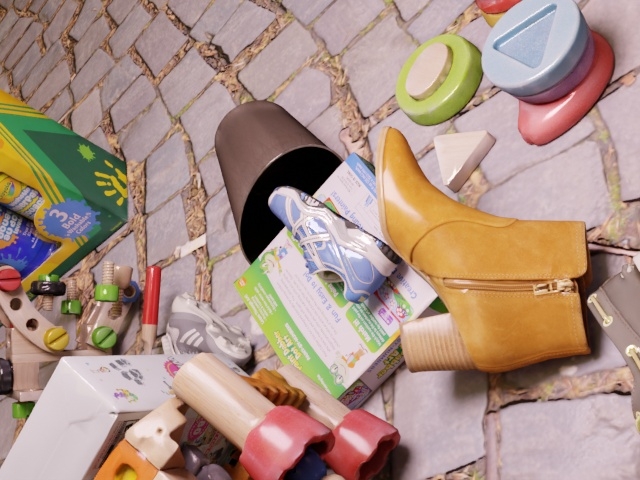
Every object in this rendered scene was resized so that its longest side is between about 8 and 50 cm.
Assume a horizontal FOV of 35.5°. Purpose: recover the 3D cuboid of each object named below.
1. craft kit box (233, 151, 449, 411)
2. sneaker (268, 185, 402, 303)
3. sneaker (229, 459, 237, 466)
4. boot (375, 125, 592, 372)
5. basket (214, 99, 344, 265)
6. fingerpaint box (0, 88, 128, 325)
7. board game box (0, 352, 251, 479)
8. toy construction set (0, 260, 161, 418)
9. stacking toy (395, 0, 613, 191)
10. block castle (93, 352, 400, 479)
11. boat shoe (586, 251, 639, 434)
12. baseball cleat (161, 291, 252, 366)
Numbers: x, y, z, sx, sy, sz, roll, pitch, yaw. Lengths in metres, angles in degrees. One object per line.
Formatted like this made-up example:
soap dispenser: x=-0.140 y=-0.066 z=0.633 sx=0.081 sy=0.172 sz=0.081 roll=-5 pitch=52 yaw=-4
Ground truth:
craft kit box: x=0.033 y=0.057 z=1.253 sx=0.246 sy=0.061 sz=0.250 roll=-45 pitch=51 yaw=12
sneaker: x=0.000 y=0.000 z=1.213 sx=0.211 sy=0.080 sz=0.081 roll=35 pitch=93 yaw=41
sneaker: x=-0.135 y=0.235 z=1.301 sx=0.228 sy=0.086 sz=0.132 roll=11 pitch=59 yaw=49
boot: x=0.179 y=-0.004 z=1.086 sx=0.211 sy=0.104 sz=0.295 roll=-13 pitch=75 yaw=16
basket: x=-0.065 y=-0.096 z=1.415 sx=0.227 sy=0.154 sz=0.204 roll=-119 pitch=41 yaw=-52
fingerpaint box: x=-0.631 y=-0.047 z=1.808 sx=0.445 sy=0.371 sz=0.163 roll=-35 pitch=44 yaw=25
board game box: x=-0.209 y=0.242 z=1.102 sx=0.097 sy=0.303 sz=0.224 roll=36 pitch=100 yaw=25
toy construction set: x=-0.385 y=0.161 z=1.568 sx=0.308 sy=0.257 sz=0.237 roll=-5 pitch=79 yaw=33
stacking toy: x=0.192 y=-0.243 z=1.254 sx=0.279 sy=0.130 sz=0.309 roll=-40 pitch=42 yaw=21
block castle: x=-0.115 y=0.352 z=1.042 sx=0.213 sy=0.303 sz=0.453 roll=36 pitch=93 yaw=24
boat shoe: x=0.323 y=0.137 z=0.888 sx=0.091 sy=0.109 sz=0.305 roll=-38 pitch=37 yaw=24
baseball cleat: x=-0.164 y=0.153 z=1.434 sx=0.206 sy=0.072 sz=0.109 roll=38 pitch=108 yaw=56
